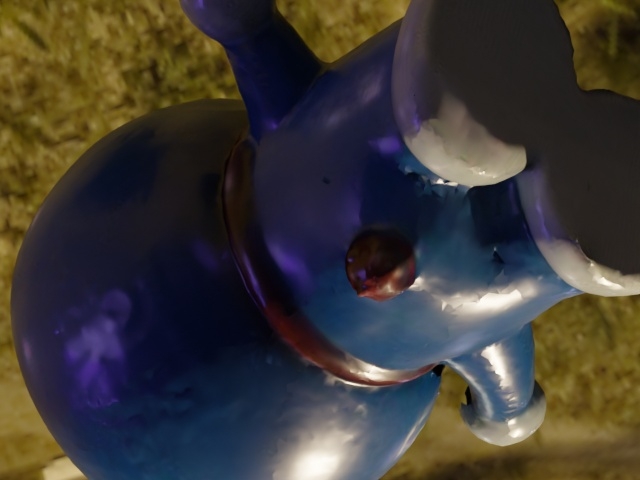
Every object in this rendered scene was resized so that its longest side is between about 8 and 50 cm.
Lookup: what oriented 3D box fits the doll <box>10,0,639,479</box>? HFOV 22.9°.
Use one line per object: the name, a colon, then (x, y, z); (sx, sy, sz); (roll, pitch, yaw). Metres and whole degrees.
doll: (0.000, 0.000, 0.555); (0.257, 0.161, 0.215); (-28, 107, 39)
